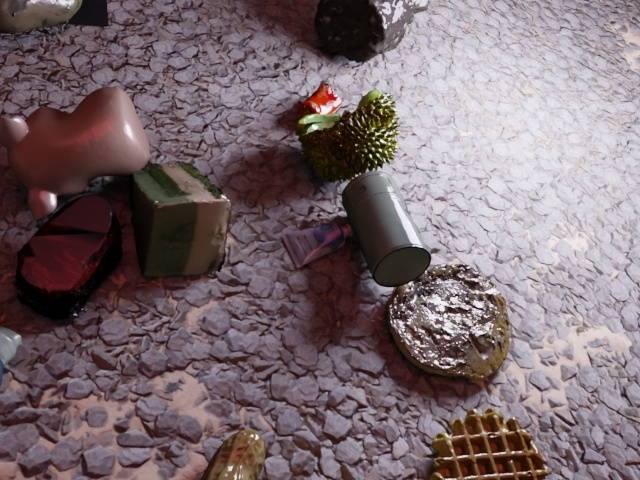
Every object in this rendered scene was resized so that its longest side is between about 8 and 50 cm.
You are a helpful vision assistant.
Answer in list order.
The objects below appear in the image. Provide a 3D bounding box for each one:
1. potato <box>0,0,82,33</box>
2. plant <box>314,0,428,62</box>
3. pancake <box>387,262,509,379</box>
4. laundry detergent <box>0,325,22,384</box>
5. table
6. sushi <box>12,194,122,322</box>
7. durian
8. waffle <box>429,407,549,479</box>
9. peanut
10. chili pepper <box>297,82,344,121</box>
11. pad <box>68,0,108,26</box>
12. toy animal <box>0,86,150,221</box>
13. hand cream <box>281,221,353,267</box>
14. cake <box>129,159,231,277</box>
[{"bbox_3d":[-0.651,-0.548,1.646,0.262,0.165,0.165,-29,69,-37],"label":"potato"},{"bbox_3d":[0.143,-0.611,1.935,0.215,0.213,0.312,36,51,12],"label":"plant"},{"bbox_3d":[0.265,0.160,1.513,0.282,0.049,0.282,9,53,-12],"label":"pancake"},{"bbox_3d":[-0.587,0.235,1.135,0.143,0.094,0.290,30,47,11],"label":"laundry detergent"},{"bbox_3d":[0.132,-0.024,1.534,0.126,0.126,0.220,-2,47,-21],"label":"table"},{"bbox_3d":[-0.441,0.028,1.318,0.136,0.126,0.225,26,57,-1],"label":"sushi"},{"bbox_3d":[0.066,-0.223,1.632,0.237,0.200,0.176,-16,87,-15],"label":"durian"},{"bbox_3d":[0.315,0.426,1.331,0.253,0.056,0.249,-31,70,-36],"label":"waffle"},{"bbox_3d":[-0.146,0.382,1.177,0.083,0.093,0.194,16,52,10],"label":"peanut"},{"bbox_3d":[-0.007,-0.315,1.757,0.070,0.073,0.123,2,36,37],"label":"chili pepper"},{"bbox_3d":[-0.570,-0.569,1.784,0.112,0.003,0.157,-1,56,-20],"label":"pad"},{"bbox_3d":[-0.462,-0.189,1.419,0.256,0.195,0.213,-25,20,-12],"label":"toy animal"},{"bbox_3d":[0.000,0.000,1.542,0.142,0.053,0.084,-18,62,-18],"label":"hand cream"},{"bbox_3d":[-0.278,-0.093,1.433,0.158,0.172,0.283,-2,54,-24],"label":"cake"}]
